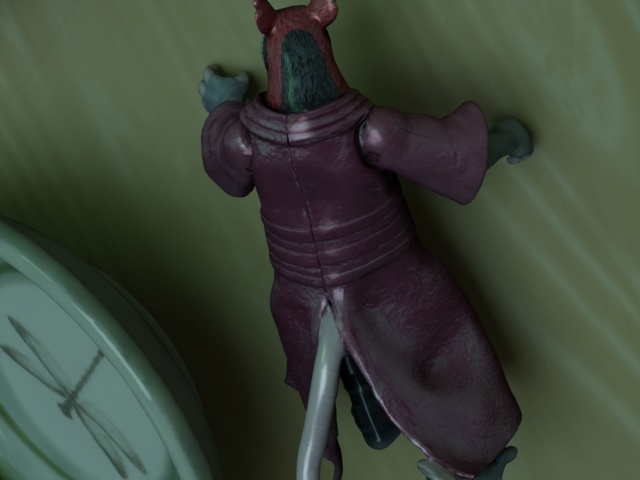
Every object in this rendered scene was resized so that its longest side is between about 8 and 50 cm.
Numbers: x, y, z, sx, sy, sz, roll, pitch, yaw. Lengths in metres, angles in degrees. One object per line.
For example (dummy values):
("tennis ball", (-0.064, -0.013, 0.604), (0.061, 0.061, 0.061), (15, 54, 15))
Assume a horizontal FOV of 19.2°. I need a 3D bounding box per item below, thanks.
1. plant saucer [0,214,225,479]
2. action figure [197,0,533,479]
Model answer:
("plant saucer", (-0.195, 0.121, 1.432), (0.400, 0.100, 0.400), (29, 140, 28))
("action figure", (0.000, 0.000, 1.293), (0.248, 0.276, 0.370), (-4, 120, 26))
